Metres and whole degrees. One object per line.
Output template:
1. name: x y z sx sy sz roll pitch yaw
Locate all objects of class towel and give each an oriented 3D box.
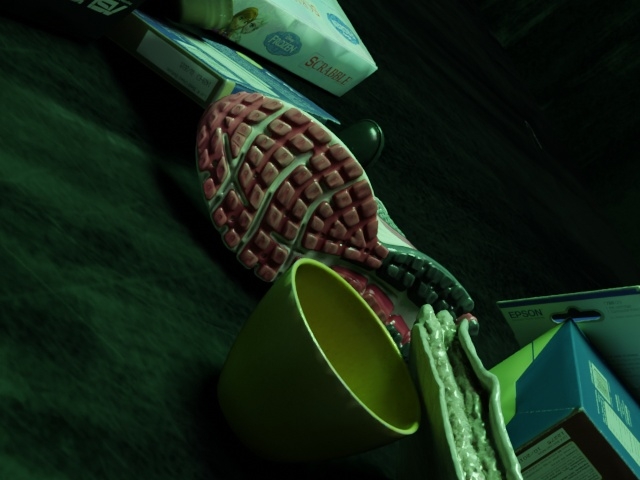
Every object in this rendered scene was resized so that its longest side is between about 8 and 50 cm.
1. towel: 0.096 0.192 0.883 0.282 0.049 0.187 -99 -171 -52

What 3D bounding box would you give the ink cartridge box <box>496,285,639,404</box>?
1. ink cartridge box: 0.318 0.169 1.337 0.065 0.165 0.333 -50 121 -41

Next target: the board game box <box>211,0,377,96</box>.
1. board game box: -0.095 -0.335 1.492 0.318 0.066 0.318 61 19 20

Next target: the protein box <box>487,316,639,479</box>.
1. protein box: 0.239 0.216 1.214 0.201 0.136 0.200 50 18 -11

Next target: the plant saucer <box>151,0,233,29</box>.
1. plant saucer: -0.159 -0.298 1.129 0.278 0.041 0.278 55 -13 19

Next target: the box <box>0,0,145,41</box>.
1. box: -0.299 -0.319 0.902 0.318 0.097 0.395 60 18 15

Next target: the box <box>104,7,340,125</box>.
1. box: -0.081 -0.139 1.146 0.136 0.037 0.225 37 12 23

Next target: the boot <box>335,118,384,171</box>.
1. boot: -0.008 -0.071 1.153 0.045 0.121 0.099 59 12 19

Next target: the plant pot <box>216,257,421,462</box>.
1. plant pot: -0.011 0.094 0.874 0.134 0.095 0.134 47 19 -21

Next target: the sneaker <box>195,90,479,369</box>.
1. sneaker: 0.000 0.000 1.075 0.299 0.121 0.112 48 -3 -28
